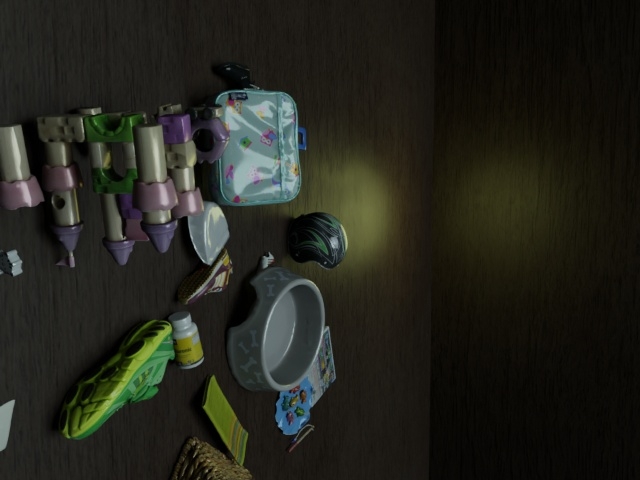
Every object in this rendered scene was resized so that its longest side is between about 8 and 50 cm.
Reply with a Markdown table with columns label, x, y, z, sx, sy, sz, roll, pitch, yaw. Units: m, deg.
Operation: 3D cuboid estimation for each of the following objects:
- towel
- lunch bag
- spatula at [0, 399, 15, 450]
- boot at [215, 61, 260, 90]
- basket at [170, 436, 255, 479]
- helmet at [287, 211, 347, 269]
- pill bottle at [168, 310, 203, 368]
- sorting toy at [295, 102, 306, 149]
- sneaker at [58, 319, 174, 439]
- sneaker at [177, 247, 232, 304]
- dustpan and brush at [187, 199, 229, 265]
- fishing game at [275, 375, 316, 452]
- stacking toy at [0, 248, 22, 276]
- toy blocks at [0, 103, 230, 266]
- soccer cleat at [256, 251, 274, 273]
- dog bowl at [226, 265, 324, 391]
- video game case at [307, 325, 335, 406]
| label | x | y | z | sx | sy | sz | roll | pitch | yaw |
| --- | --- | --- | --- | --- | --- | --- | --- | --- | --- |
| towel | -0.232 | 0.444 | 1.475 | 0.102 | 0.021 | 0.237 | -93 | 166 | -56 |
| lunch bag | -0.155 | -0.222 | 1.414 | 0.224 | 0.108 | 0.279 | -5 | 96 | -25 |
| spatula | -0.530 | 0.359 | 0.855 | 0.168 | 0.019 | 0.242 | -14 | 122 | -70 |
| boot | -0.197 | -0.379 | 1.464 | 0.121 | 0.045 | 0.099 | -18 | 88 | -59 |
| basket | -0.256 | 0.647 | 1.410 | 0.213 | 0.223 | 0.299 | -44 | 141 | -9 |
| helmet | 0.000 | 0.000 | 1.788 | 0.169 | 0.162 | 0.169 | -9 | 100 | -63 |
| pill bottle | -0.300 | 0.218 | 1.321 | 0.065 | 0.065 | 0.116 | -39 | 125 | -56 |
| sorting toy | -0.149 | -0.286 | 1.602 | 0.348 | 0.047 | 0.196 | -30 | 114 | -56 |
| sneaker | -0.366 | 0.274 | 1.146 | 0.295 | 0.109 | 0.123 | -51 | 132 | -50 |
| sneaker | -0.257 | 0.101 | 1.392 | 0.185 | 0.070 | 0.084 | -56 | 137 | -44 |
| dustpan and brush | -0.275 | -0.066 | 1.372 | 0.147 | 0.060 | 0.211 | -69 | 156 | -56 |
| fishing game | -0.068 | 0.496 | 1.814 | 0.189 | 0.041 | 0.264 | -31 | 118 | -51 |
| stacking toy | -0.535 | -0.017 | 0.853 | 0.167 | 0.052 | 0.221 | -37 | 124 | -57 |
| toy blocks | -0.323 | -0.081 | 1.006 | 0.309 | 0.289 | 0.260 | -64 | 154 | -69 |
| soccer cleat | -0.155 | 0.063 | 1.639 | 0.035 | 0.029 | 0.083 | 62 | 38 | -21 |
| dog bowl | -0.105 | 0.247 | 1.630 | 0.349 | 0.102 | 0.348 | -22 | 116 | -57 |
| video game case | -0.008 | 0.409 | 1.959 | 0.183 | 0.023 | 0.201 | -36 | 122 | -57 |
